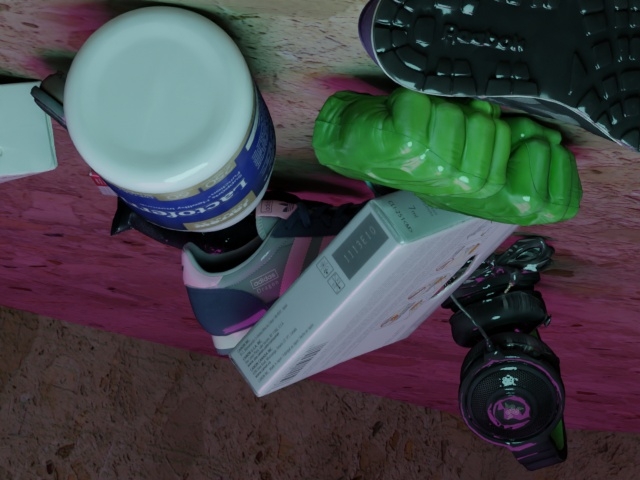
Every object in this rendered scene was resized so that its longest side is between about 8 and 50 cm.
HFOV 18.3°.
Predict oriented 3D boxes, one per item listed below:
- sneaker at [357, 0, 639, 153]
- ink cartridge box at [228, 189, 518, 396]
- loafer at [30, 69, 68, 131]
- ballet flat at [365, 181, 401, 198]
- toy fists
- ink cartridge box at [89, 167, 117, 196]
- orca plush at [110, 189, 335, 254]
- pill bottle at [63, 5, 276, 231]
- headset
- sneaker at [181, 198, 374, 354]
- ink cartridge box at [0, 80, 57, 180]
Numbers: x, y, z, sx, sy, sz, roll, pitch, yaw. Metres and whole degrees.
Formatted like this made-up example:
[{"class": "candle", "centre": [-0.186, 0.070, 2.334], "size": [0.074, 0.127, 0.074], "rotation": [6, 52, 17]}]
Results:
[{"class": "sneaker", "centre": [0.166, -0.133, 1.401], "size": [0.283, 0.107, 0.124], "rotation": [15, -176, -9]}, {"class": "ink cartridge box", "centre": [0.069, 0.033, 1.970], "size": [0.239, 0.060, 0.275], "rotation": [-20, 159, -47]}, {"class": "loafer", "centre": [-0.188, -0.115, 1.896], "size": [0.096, 0.084, 0.267], "rotation": [39, 178, 25]}, {"class": "ballet flat", "centre": [0.074, -0.070, 1.903], "size": [0.074, 0.074, 0.203], "rotation": [7, 164, 13]}, {"class": "toy fists", "centre": [0.127, -0.074, 1.731], "size": [0.142, 0.096, 0.279], "rotation": [15, 177, 40]}, {"class": "ink cartridge box", "centre": [-0.156, -0.075, 2.074], "size": [0.150, 0.063, 0.109], "rotation": [9, 170, 3]}, {"class": "orca plush", "centre": [-0.090, -0.042, 2.198], "size": [0.287, 0.151, 0.102], "rotation": [20, 137, 17]}, {"class": "pill bottle", "centre": [-0.118, -0.091, 1.680], "size": [0.153, 0.153, 0.264], "rotation": [8, 171, 7]}, {"class": "headset", "centre": [0.249, 0.121, 2.444], "size": [0.185, 0.243, 0.394], "rotation": [-19, 144, 14]}, {"class": "sneaker", "centre": [0.000, 0.000, 2.085], "size": [0.319, 0.131, 0.112], "rotation": [-28, -167, 8]}, {"class": "ink cartridge box", "centre": [-0.377, -0.095, 1.966], "size": [0.160, 0.092, 0.219], "rotation": [-8, 180, -31]}]
